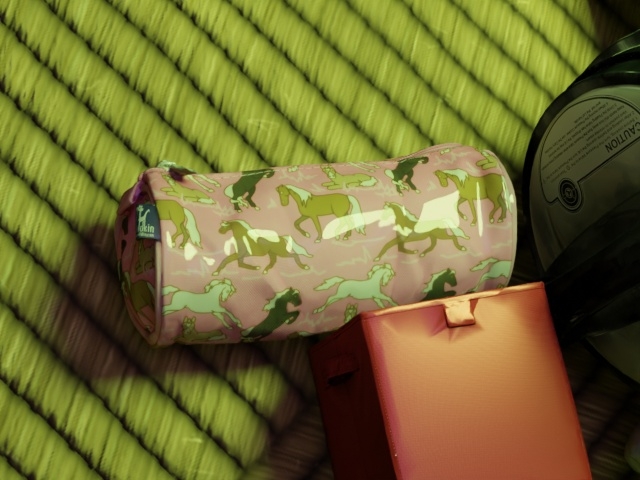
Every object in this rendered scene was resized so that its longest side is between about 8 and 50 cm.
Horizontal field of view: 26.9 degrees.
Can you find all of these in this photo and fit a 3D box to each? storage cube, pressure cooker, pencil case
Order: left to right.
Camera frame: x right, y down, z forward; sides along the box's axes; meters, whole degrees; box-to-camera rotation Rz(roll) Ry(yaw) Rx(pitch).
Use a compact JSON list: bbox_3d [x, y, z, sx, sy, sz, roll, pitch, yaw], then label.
[{"bbox_3d":[0.000,0.000,1.298,0.386,0.167,0.160,-5,37,-18],"label":"pencil case"},{"bbox_3d":[0.118,0.163,1.267,0.214,0.183,0.193,-7,77,-19],"label":"storage cube"},{"bbox_3d":[0.405,-0.038,1.285,0.420,0.375,0.370,-25,127,-31],"label":"pressure cooker"}]

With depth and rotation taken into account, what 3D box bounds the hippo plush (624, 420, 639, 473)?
[{"bbox_3d":[0.474,0.261,1.341,0.237,0.294,0.234,65,27,-15],"label":"hippo plush"}]
